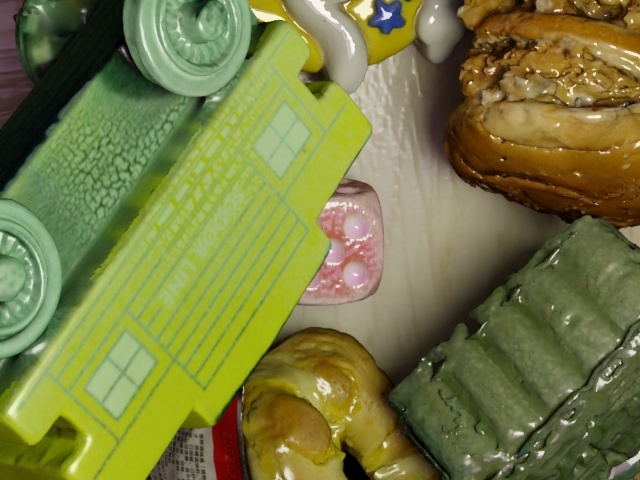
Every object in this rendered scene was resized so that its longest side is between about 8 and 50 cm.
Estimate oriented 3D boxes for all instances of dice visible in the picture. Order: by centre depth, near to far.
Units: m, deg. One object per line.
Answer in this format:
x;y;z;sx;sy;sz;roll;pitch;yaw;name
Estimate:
0.000;0.000;1.276;0.091;0.093;0.094;-1;102;-11;dice

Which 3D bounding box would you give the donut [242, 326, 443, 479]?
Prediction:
0.010;0.209;1.266;0.128;0.208;0.261;-27;104;35;donut

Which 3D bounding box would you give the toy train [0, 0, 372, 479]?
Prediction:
-0.142;-0.011;1.090;0.272;0.179;0.442;50;59;-29;toy train

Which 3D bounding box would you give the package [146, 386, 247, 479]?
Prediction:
-0.137;0.163;1.231;0.030;0.239;0.154;-19;107;-41;package

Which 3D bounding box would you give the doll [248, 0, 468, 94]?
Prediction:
0.012;-0.237;1.219;0.237;0.111;0.252;-8;112;-8;doll

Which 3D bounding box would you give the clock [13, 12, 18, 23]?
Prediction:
-0.161;-0.133;1.236;0.113;0.061;0.155;-25;109;-7;clock

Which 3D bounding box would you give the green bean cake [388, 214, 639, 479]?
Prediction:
0.208;0.123;1.270;0.241;0.132;0.255;-46;146;5;green bean cake

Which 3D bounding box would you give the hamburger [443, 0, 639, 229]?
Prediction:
0.228;-0.122;1.223;0.245;0.260;0.211;17;84;12;hamburger

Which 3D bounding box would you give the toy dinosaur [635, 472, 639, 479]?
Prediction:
0.325;0.290;1.394;0.327;0.113;0.206;14;99;-12;toy dinosaur
